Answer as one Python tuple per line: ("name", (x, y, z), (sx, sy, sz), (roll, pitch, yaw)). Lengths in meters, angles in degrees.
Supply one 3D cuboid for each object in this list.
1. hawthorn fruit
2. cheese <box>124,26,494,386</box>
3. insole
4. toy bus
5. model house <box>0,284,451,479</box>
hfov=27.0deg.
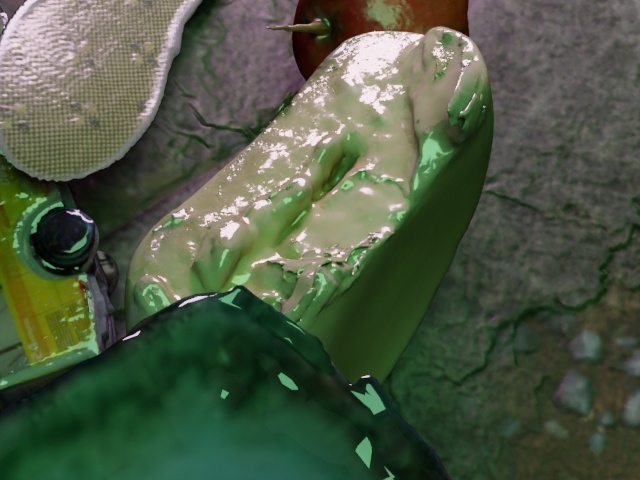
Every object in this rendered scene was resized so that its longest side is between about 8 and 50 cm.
("hawthorn fruit", (0.040, -0.139, 0.893), (0.125, 0.140, 0.125), (1, 95, 15))
("cheese", (0.000, 0.000, 0.781), (0.127, 0.233, 0.266), (30, 62, 15))
("insole", (-0.127, -0.149, 0.874), (0.109, 0.007, 0.322), (38, 46, -12))
("toy bus", (-0.199, -0.028, 0.830), (0.106, 0.092, 0.268), (-19, 72, -7))
("model house", (-0.092, 0.264, 0.611), (0.297, 0.339, 0.360), (-34, 87, -34))
